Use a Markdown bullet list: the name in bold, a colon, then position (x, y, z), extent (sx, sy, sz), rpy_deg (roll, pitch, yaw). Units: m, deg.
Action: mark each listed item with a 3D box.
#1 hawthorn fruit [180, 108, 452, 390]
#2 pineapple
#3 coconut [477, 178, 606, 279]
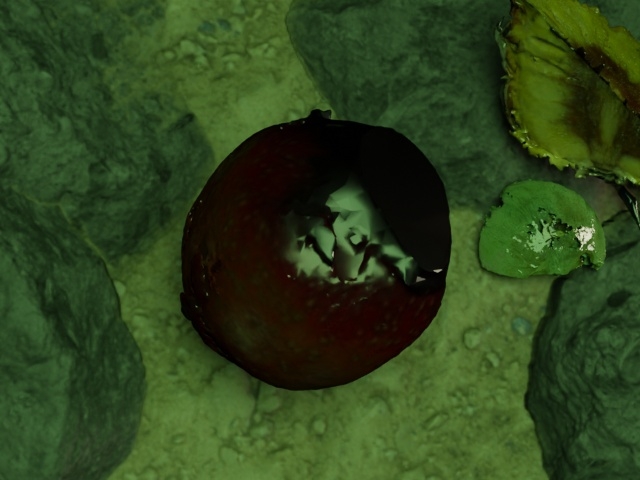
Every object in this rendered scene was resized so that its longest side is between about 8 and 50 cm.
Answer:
- **hawthorn fruit**: position (0.001, 0.015, 1.592), extent (0.316, 0.316, 0.315), rpy_deg (2, 79, -9)
- **pineapple**: position (0.326, -0.161, 1.779), extent (0.334, 0.158, 0.161), rpy_deg (39, 35, 1)
- **coconut**: position (0.260, -0.013, 1.766), extent (0.158, 0.055, 0.133), rpy_deg (-18, 84, -13)
